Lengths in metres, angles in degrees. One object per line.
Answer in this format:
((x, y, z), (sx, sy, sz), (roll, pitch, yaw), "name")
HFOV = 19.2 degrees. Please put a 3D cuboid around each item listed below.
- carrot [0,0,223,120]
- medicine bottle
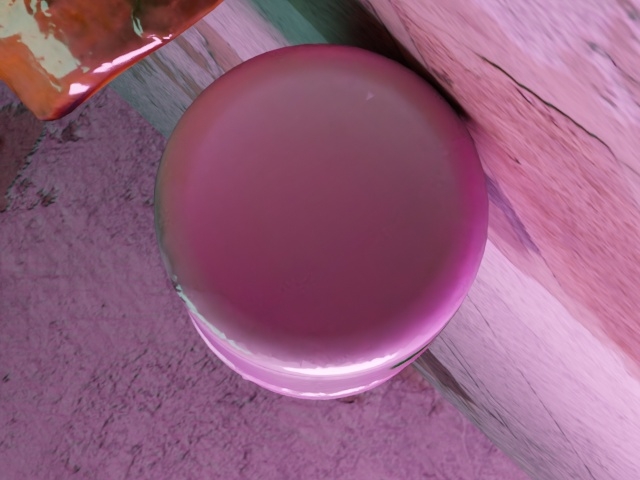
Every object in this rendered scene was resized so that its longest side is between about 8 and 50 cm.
((-0.190, -0.234, 1.004), (0.340, 0.224, 0.224), (49, 174, -13), "carrot")
((0.000, 0.000, 1.301), (0.212, 0.212, 0.325), (46, 174, 6), "medicine bottle")
